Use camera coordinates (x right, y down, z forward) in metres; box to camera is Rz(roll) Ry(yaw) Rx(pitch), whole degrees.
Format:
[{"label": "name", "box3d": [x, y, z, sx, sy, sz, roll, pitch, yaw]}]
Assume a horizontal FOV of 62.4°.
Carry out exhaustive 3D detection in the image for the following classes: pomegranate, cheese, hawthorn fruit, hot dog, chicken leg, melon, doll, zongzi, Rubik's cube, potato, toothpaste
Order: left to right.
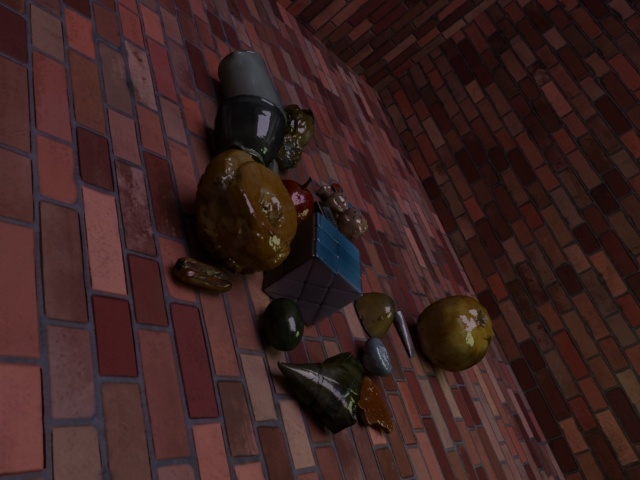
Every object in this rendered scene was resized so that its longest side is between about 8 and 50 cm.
[{"label": "hot dog", "box3d": [-0.301, 0.093, 1.345, 0.188, 0.055, 0.072, 28, 34, -46]}, {"label": "melon", "box3d": [-0.103, 0.228, 1.470, 0.114, 0.114, 0.167, 35, 32, -38]}, {"label": "hawthorn fruit", "box3d": [-0.105, -0.124, 1.757, 0.196, 0.225, 0.196, 43, 4, -4]}, {"label": "chicken leg", "box3d": [-0.094, -0.517, 2.362, 0.429, 0.153, 0.201, -71, 141, -66]}, {"label": "Rubik's cube", "box3d": [-0.020, 0.092, 1.655, 0.231, 0.221, 0.224, 42, 28, -28]}, {"label": "zongzi", "box3d": [0.005, 0.366, 1.499, 0.274, 0.125, 0.251, 45, 27, -10]}, {"label": "doll", "box3d": [0.098, -0.125, 2.275, 0.278, 0.119, 0.154, 54, 22, 17]}, {"label": "cheese", "box3d": [0.121, -0.160, 2.434, 0.106, 0.037, 0.256, 7, 52, -60]}, {"label": "potato", "box3d": [0.230, 0.272, 2.026, 0.182, 0.117, 0.202, 54, 24, -12]}, {"label": "toothpaste", "box3d": [0.352, 0.390, 2.194, 0.067, 0.043, 0.194, 9, 58, -61]}, {"label": "pomegranate", "box3d": [0.573, 0.393, 2.276, 0.332, 0.333, 0.332, 42, 29, -29]}]

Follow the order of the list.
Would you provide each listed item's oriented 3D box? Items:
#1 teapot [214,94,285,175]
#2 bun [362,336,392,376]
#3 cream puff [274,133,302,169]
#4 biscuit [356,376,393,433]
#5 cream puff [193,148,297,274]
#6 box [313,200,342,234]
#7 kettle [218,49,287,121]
[{"label": "teapot", "box3d": [-0.251, -0.304, 1.796, 0.240, 0.321, 0.239, 9, 58, -6]}, {"label": "bun", "box3d": [0.189, 0.406, 1.827, 0.141, 0.083, 0.141, 54, 19, -28]}, {"label": "cream puff", "box3d": [-0.142, -0.350, 2.101, 0.146, 0.146, 0.116, 52, -14, -10]}, {"label": "biscuit", "box3d": [0.139, 0.496, 1.675, 0.280, 0.043, 0.183, 51, 21, -1]}, {"label": "cream puff", "box3d": [-0.225, -0.068, 1.467, 0.343, 0.231, 0.327, 51, 30, -26]}, {"label": "box", "box3d": [0.000, 0.000, 1.881, 0.071, 0.159, 0.240, 4, 57, -51]}, {"label": "kettle", "box3d": [-0.249, -0.537, 2.024, 0.265, 0.205, 0.318, 19, 41, -49]}]
